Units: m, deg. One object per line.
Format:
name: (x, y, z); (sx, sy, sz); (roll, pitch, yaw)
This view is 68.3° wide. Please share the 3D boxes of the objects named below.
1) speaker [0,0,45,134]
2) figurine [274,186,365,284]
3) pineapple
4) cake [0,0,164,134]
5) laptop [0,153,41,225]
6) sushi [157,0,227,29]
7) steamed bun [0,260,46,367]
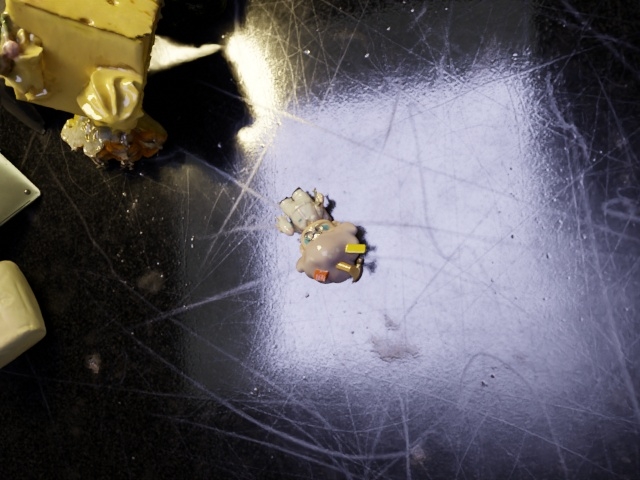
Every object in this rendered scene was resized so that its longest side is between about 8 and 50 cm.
speaker: (-0.599, -0.451, 1.030); (0.180, 0.184, 0.389); (35, 86, 10)
figurine: (0.000, 0.000, 0.885); (0.137, 0.112, 0.229); (-36, 68, 2)
pineapple: (-0.441, -0.245, 0.991); (0.236, 0.114, 0.186); (6, 91, 17)
cake: (-0.405, -0.337, 0.820); (0.227, 0.222, 0.286); (11, 50, -21)
laptop: (-0.779, -0.085, 1.009); (0.188, 0.015, 0.269); (49, 65, -16)
sushi: (-0.307, -0.511, 0.955); (0.224, 0.127, 0.124); (-3, 87, 12)
steamed bun: (-0.725, 0.173, 1.020); (0.170, 0.199, 0.226); (-33, 82, 51)
